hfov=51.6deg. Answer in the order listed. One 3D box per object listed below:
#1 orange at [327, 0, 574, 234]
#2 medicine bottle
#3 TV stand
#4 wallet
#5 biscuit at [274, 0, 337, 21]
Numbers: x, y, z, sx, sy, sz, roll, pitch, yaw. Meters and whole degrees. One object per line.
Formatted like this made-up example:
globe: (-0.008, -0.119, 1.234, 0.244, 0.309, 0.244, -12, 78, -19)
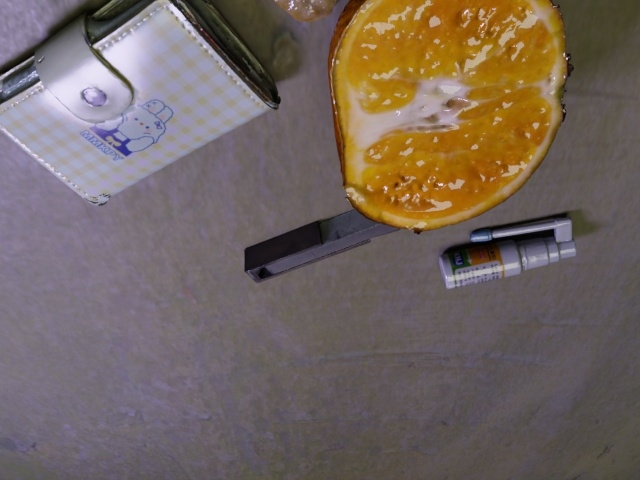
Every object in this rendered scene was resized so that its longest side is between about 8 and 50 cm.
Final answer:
orange: (0.132, -0.151, 0.737, 0.274, 0.274, 0.310, -14, 105, 10)
medicine bottle: (0.310, 0.018, 1.106, 0.220, 0.061, 0.092, -12, 121, 6)
TV stand: (0.000, 0.000, 1.049, 0.256, 0.049, 0.040, -21, 139, 16)
wallet: (-0.232, -0.169, 0.808, 0.309, 0.077, 0.223, -24, 140, 21)
biscuit: (-0.039, -0.294, 0.718, 0.071, 0.018, 0.147, -35, 133, 29)
